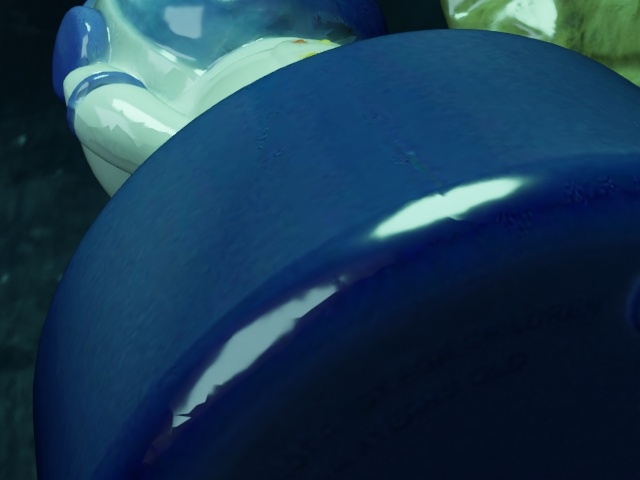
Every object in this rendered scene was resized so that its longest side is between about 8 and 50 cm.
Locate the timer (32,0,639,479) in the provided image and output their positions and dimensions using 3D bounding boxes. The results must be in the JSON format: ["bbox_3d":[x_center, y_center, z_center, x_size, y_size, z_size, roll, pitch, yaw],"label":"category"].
[{"bbox_3d":[0.000,0.000,0.658,0.270,0.270,0.383,-51,37,16],"label":"timer"}]

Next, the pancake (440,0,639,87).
[{"bbox_3d":[0.139,-0.144,0.696,0.242,0.050,0.242,-7,81,46],"label":"pancake"}]
